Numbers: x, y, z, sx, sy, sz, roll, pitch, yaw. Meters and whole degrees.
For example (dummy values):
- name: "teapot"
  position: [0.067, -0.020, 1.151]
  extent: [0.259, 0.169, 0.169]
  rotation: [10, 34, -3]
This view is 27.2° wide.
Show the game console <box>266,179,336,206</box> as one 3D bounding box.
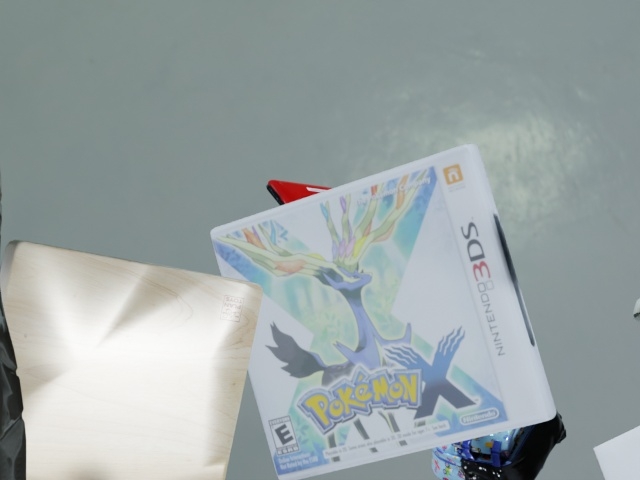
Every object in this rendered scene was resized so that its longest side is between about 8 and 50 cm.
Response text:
- name: "game console"
  position: [0.000, 0.000, 1.576]
  extent: [0.124, 0.144, 0.085]
  rotation: [50, 120, 37]

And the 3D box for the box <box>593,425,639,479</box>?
- name: "box"
  position: [0.439, 0.319, 1.679]
  extent: [0.091, 0.170, 0.130]
  rotation: [-31, 54, 23]

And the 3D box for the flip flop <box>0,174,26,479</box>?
- name: "flip flop"
  position: [-0.156, 0.025, 0.450]
  extent: [0.080, 0.112, 0.277]
  rotation: [-12, 58, -1]

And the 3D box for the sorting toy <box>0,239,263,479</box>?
- name: "sorting toy"
  position: [-0.206, 0.141, 1.235]
  extent: [0.089, 0.257, 0.256]
  rotation: [11, 90, 55]

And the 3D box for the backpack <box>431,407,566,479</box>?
- name: "backpack"
  position: [0.228, 0.267, 1.830]
  extent: [0.173, 0.117, 0.158]
  rotation: [6, 45, 42]

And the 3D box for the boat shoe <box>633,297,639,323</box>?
- name: "boat shoe"
  position: [0.339, 0.047, 1.199]
  extent: [0.079, 0.227, 0.081]
  rotation: [11, 87, 25]

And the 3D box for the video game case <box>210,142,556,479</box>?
- name: "video game case"
  position: [0.060, 0.085, 1.439]
  extent: [0.329, 0.036, 0.300]
  rotation: [-18, 86, 25]
